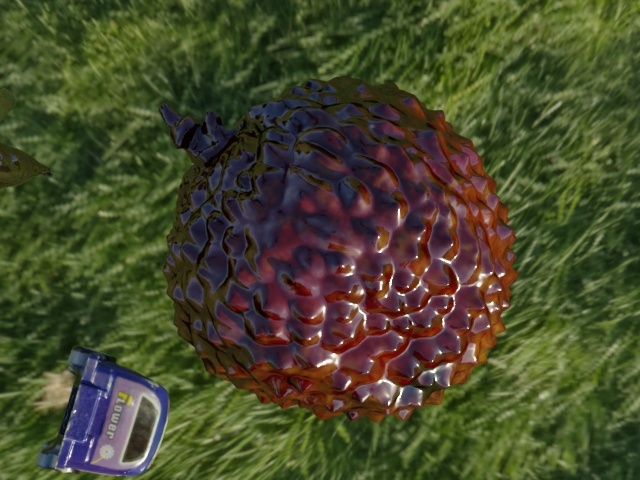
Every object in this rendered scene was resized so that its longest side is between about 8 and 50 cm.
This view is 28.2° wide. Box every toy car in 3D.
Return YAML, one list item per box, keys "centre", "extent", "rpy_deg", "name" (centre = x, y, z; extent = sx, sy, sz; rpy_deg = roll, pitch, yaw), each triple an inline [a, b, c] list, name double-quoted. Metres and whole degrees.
- centre: [-0.298, 0.251, 1.790]
  extent: [0.158, 0.235, 0.172]
  rpy_deg: [18, 82, -8]
  name: "toy car"

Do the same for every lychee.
- centre: [0.000, 0.000, 1.545]
  extent: [0.500, 0.424, 0.425]
  rpy_deg: [32, 85, -5]
  name: "lychee"

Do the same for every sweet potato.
- centre: [-0.470, -0.095, 1.655]
  extent: [0.074, 0.269, 0.075]
  rpy_deg: [11, 106, 41]
  name: "sweet potato"

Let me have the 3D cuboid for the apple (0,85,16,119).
- centre: [-0.549, -0.201, 1.841]
  extent: [0.193, 0.265, 0.120]
  rpy_deg: [-26, 110, -22]
  name: "apple"
